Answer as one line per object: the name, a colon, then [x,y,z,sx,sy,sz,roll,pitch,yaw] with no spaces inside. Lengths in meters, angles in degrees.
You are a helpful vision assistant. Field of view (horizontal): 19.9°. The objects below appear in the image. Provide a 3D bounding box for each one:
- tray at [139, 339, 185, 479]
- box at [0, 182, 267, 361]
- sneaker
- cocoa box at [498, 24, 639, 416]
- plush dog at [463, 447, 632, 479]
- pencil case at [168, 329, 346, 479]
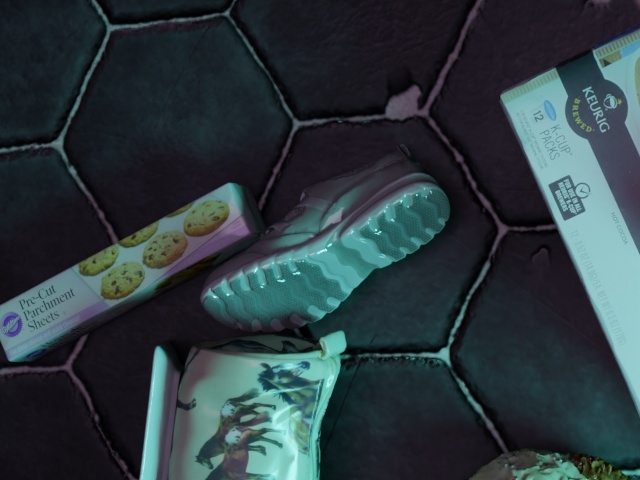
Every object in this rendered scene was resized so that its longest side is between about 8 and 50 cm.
tray: [-0.172,0.244,1.935,0.030,0.145,0.270,7,90,-1]
box: [-0.210,0.037,1.993,0.324,0.063,0.067,-27,78,16]
sneaker: [0.000,0.000,1.913,0.281,0.105,0.115,-27,41,6]
cocoa box: [0.355,-0.021,1.709,0.228,0.231,0.347,-25,80,14]
plush dog: [0.203,0.313,1.786,0.262,0.210,0.225,-11,60,19]
pencil case: [-0.070,0.290,1.881,0.183,0.160,0.410,5,89,17]
